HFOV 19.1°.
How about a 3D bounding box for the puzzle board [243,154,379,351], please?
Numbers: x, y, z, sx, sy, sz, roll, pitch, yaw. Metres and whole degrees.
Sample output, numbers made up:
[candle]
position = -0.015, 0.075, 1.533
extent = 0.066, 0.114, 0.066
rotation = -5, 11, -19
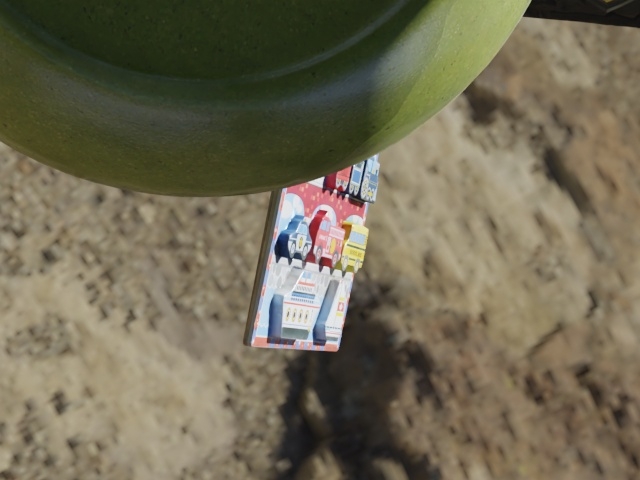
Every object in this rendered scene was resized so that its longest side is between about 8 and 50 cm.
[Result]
[puzzle board]
position = 0.000, 0.000, 0.820
extent = 0.128, 0.011, 0.096
rotation = 14, 86, -73

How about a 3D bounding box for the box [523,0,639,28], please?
[box]
position = 0.059, -0.211, 0.850
extent = 0.293, 0.296, 0.073
rotation = -63, 153, -43

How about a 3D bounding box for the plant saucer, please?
[plant saucer]
position = -0.037, -0.134, 0.585
extent = 0.241, 0.241, 0.037
rotation = 57, -5, -3
